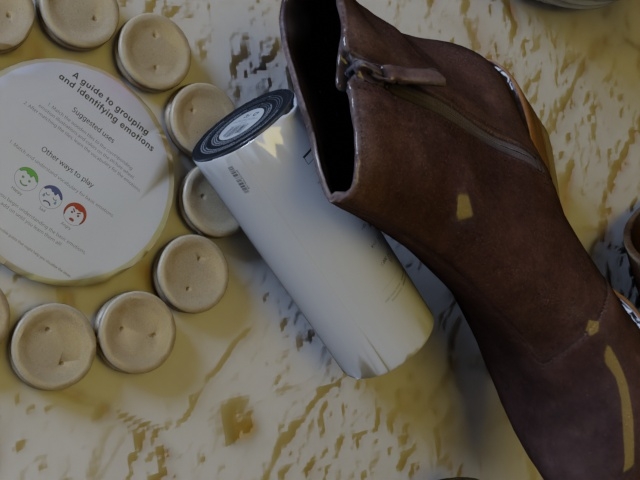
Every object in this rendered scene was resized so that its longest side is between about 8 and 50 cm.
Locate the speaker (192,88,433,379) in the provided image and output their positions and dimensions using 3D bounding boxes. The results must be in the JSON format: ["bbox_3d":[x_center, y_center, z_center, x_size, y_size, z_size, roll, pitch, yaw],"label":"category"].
[{"bbox_3d":[0.000,0.000,0.440,0.055,0.055,0.136,-49,119,-29],"label":"speaker"}]

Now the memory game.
[{"bbox_3d":[-0.111,-0.029,0.403,0.186,0.012,0.186,5,80,-34],"label":"memory game"}]

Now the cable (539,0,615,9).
[{"bbox_3d":[0.158,-0.274,0.580,0.257,0.089,0.257,4,80,-34],"label":"cable"}]

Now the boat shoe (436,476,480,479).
[{"bbox_3d":[0.032,0.167,0.448,0.152,0.056,0.049,-24,92,-35],"label":"boat shoe"}]

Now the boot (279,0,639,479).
[{"bbox_3d":[0.068,0.010,0.445,0.207,0.090,0.248,18,53,-48],"label":"boot"}]

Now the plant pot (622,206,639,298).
[{"bbox_3d":[0.313,0.089,0.584,0.215,0.215,0.230,-28,114,-34],"label":"plant pot"}]
